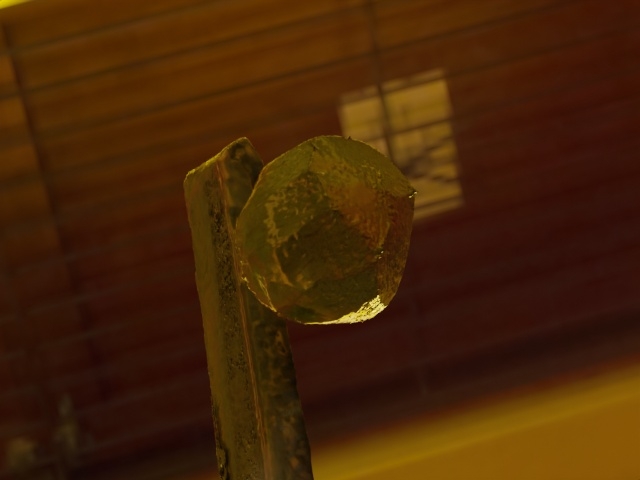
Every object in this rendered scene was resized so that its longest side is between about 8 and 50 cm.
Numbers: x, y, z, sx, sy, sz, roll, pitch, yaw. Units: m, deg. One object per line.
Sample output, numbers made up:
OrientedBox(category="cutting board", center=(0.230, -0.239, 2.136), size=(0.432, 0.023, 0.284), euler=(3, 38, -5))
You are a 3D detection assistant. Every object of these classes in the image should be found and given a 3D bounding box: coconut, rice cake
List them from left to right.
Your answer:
OrientedBox(category="rice cake", center=(-0.038, 0.049, 0.965), size=(0.043, 0.034, 0.210), euler=(-33, -123, 43))
OrientedBox(category="coconut", center=(0.000, 0.000, 0.899), size=(0.083, 0.081, 0.082), euler=(48, 36, -9))
